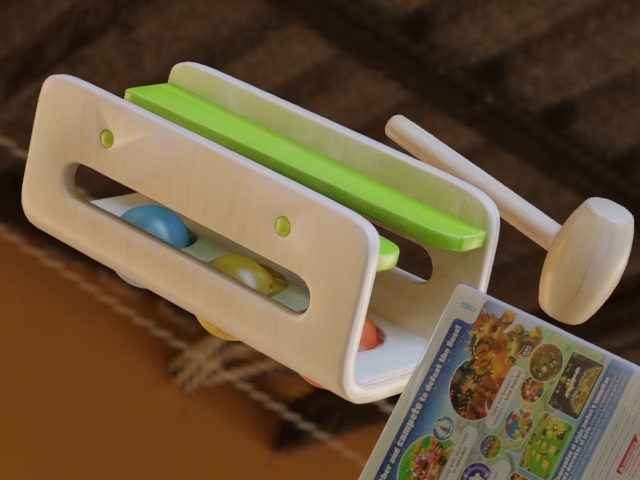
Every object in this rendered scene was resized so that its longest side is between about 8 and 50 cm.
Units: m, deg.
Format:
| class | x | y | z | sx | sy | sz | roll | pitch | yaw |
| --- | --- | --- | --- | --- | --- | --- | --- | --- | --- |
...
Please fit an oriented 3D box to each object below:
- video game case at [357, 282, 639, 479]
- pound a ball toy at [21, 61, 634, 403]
| class | x | y | z | sx | sy | sz | roll | pitch | yaw |
| --- | --- | --- | --- | --- | --- | --- | --- | --- | --- |
| video game case | 0.067 | 0.072 | 0.554 | 0.122 | 0.087 | 0.011 | 26 | -1 | 41 |
| pound a ball toy | 0.000 | 0.000 | 1.164 | 0.319 | 0.135 | 0.208 | 27 | 24 | 34 |
